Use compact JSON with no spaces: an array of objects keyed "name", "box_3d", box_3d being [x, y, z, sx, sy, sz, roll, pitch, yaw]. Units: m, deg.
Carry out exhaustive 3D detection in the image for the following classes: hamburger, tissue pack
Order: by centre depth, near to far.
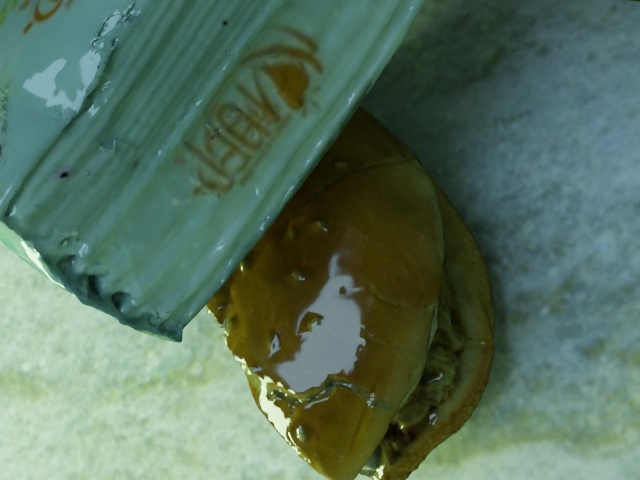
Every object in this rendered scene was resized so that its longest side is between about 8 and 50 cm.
[{"name":"tissue pack","box_3d":[-0.128,-0.138,1.121,0.287,0.162,0.388,-55,33,-3]},{"name":"hamburger","box_3d":[0.000,0.000,1.126,0.156,0.144,0.283,-44,60,23]}]
